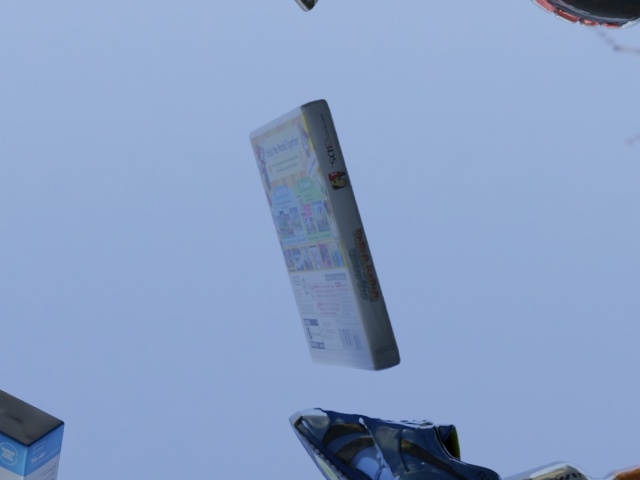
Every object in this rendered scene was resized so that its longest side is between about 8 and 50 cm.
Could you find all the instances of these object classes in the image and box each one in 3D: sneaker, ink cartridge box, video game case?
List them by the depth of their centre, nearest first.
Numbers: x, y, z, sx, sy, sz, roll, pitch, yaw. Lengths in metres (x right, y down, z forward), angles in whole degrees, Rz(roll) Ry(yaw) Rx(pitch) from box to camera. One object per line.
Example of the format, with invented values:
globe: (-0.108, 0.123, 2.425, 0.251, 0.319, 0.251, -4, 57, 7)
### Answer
ink cartridge box: (-0.145, 0.110, 0.853, 0.048, 0.083, 0.028, 24, -150, 22)
sneaker: (0.147, -0.188, 1.197, 0.158, 0.065, 0.061, 29, -117, -6)
sneaker: (0.054, 0.159, 1.385, 0.082, 0.069, 0.209, -42, -148, -14)
video game case: (0.000, 0.000, 1.529, 0.026, 0.227, 0.206, -16, -89, -12)

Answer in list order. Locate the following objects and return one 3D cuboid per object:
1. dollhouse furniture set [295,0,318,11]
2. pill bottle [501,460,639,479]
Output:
dollhouse furniture set: (0.088, -0.315, 1.619, 0.301, 0.151, 0.197, -15, -146, 46)
pill bottle: (0.143, 0.244, 1.444, 0.245, 0.130, 0.130, -17, -129, -8)
